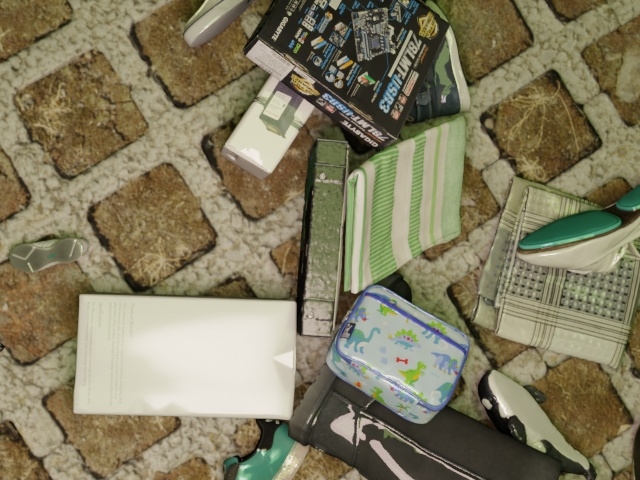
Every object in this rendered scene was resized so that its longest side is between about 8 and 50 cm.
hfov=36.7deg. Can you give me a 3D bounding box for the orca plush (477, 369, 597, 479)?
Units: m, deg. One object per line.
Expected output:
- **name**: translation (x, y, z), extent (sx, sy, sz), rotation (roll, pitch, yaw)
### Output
- **orca plush**: translation (0.398, 0.372, 1.863), extent (0.287, 0.102, 0.151), rotation (34, 39, -15)

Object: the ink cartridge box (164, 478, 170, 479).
- **ink cartridge box**: translation (-0.280, 0.521, 1.764), extent (0.099, 0.056, 0.135), rotation (34, 84, -5)

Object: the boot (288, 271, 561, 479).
- **boot**: translation (0.222, 0.303, 1.704), extent (0.445, 0.146, 0.367), rotation (27, 74, 16)

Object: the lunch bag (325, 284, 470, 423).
- **lunch bag**: translation (0.132, 0.186, 1.630), extent (0.219, 0.090, 0.176), rotation (32, 54, 4)

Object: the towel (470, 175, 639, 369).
- **towel**: translation (0.476, 0.063, 1.880), extent (0.324, 0.056, 0.312), rotation (17, 86, -6)

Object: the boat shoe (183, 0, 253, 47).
- **boat shoe**: translation (-0.170, -0.472, 1.793), extent (0.088, 0.096, 0.267), rotation (44, 82, 0)

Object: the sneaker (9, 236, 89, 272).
- **sneaker**: translation (-0.491, 0.024, 1.757), extent (0.152, 0.061, 0.054), rotation (-8, 97, 11)

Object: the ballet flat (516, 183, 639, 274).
- **ballet flat**: translation (0.565, -0.012, 1.828), extent (0.400, 0.139, 0.139), rotation (-25, 92, -12)

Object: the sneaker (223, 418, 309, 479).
- **sneaker**: translation (-0.146, 0.463, 1.764), extent (0.121, 0.108, 0.302), rotation (34, 76, -4)

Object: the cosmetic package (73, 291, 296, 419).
- **cosmetic package**: translation (-0.238, 0.203, 1.733), extent (0.384, 0.156, 0.217), rotation (4, 88, -8)

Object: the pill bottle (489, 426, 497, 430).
- **pill bottle**: translation (0.281, 0.460, 1.809), extent (0.117, 0.117, 0.208), rotation (-1, 88, -8)

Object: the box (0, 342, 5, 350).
- **box**: translation (-0.669, 0.176, 1.737), extent (0.116, 0.029, 0.162), rotation (-45, 93, -7)

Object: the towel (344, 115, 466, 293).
- **towel**: translation (0.157, -0.064, 1.719), extent (0.325, 0.038, 0.248), rotation (-26, 126, -42)

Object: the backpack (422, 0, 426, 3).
- **backpack**: translation (0.113, -0.515, 1.808), extent (0.182, 0.115, 0.152), rotation (7, 75, 8)

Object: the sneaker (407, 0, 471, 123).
- **sneaker**: translation (0.180, -0.334, 1.838), extent (0.163, 0.086, 0.226), rotation (-17, 92, -10)

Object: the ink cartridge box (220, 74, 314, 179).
- **ink cartridge box**: translation (-0.076, -0.235, 1.757), extent (0.100, 0.172, 0.237), rotation (34, 84, -7)

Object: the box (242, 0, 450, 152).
- **box**: translation (0.054, -0.352, 1.671), extent (0.293, 0.073, 0.296), rotation (35, 61, -17)

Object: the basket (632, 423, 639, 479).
- **basket**: translation (0.742, 0.439, 1.859), extent (0.226, 0.154, 0.204), rotation (-2, 86, -11)

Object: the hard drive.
- **hard drive**: translation (0.000, 0.000, 1.727), extent (0.064, 0.237, 0.339), rotation (4, 87, -5)
